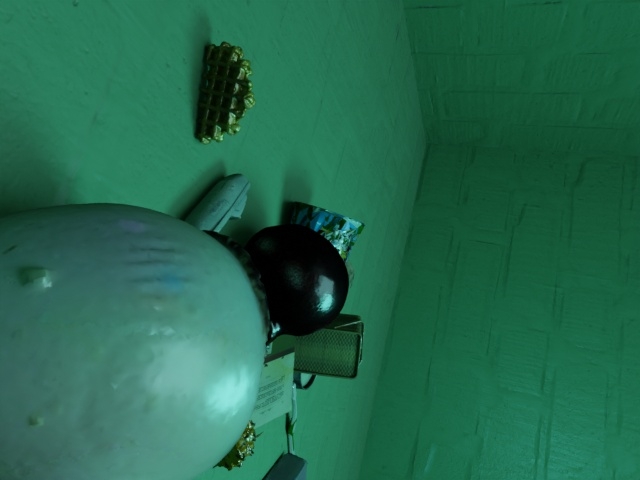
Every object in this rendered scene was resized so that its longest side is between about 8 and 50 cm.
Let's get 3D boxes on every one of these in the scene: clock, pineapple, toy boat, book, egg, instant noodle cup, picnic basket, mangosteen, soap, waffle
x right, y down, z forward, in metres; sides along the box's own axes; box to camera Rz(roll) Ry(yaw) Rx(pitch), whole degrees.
[{"bbox_3d":[-0.047,0.423,1.695,0.226,0.049,0.225,7,90,-71],"label":"clock"},{"bbox_3d":[-0.213,0.484,1.153,0.079,0.135,0.233,-54,148,-50],"label":"pineapple"},{"bbox_3d":[-0.224,-0.047,0.994,0.085,0.078,0.260,65,33,-32],"label":"toy boat"},{"bbox_3d":[-0.152,0.396,1.349,0.201,0.026,0.289,-8,108,-48],"label":"book"},{"bbox_3d":[-0.288,0.118,0.538,0.340,0.355,0.354,19,79,-52],"label":"egg"},{"bbox_3d":[0.000,0.000,1.429,0.240,0.240,0.178,23,86,-69],"label":"instant noodle cup"},{"bbox_3d":[0.004,0.318,1.476,0.139,0.267,0.165,-69,165,-76],"label":"picnic basket"},{"bbox_3d":[-0.077,0.114,1.155,0.296,0.297,0.313,76,27,-46],"label":"mangosteen"},{"bbox_3d":[-0.145,0.910,1.550,0.285,0.107,0.296,-31,127,-67],"label":"soap"},{"bbox_3d":[-0.202,-0.301,0.952,0.046,0.161,0.191,0,69,-63],"label":"waffle"}]

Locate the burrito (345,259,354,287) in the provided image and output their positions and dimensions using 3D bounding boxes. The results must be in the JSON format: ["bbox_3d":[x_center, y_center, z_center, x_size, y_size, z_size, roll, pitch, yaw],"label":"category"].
[{"bbox_3d":[0.046,0.138,1.764,0.348,0.107,0.175,-1,112,-67],"label":"burrito"}]

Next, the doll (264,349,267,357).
[{"bbox_3d":[-0.261,0.310,1.004,0.303,0.156,0.201,-30,169,-43],"label":"doll"}]

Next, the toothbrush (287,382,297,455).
[{"bbox_3d":[-0.098,0.664,1.664,0.042,0.040,0.417,-51,144,-58],"label":"toothbrush"}]
